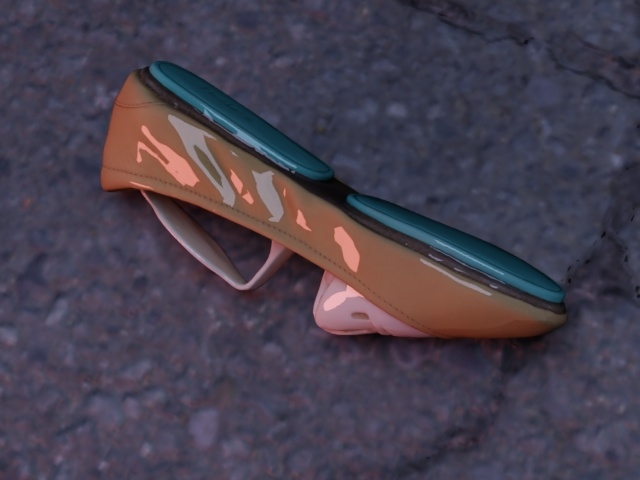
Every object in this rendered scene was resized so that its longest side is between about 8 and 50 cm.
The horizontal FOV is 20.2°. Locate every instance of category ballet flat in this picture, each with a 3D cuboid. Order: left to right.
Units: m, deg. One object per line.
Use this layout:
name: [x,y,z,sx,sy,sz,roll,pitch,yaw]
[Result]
ballet flat: [0.000,0.000,0.800,0.232,0.080,0.073,31,102,21]
